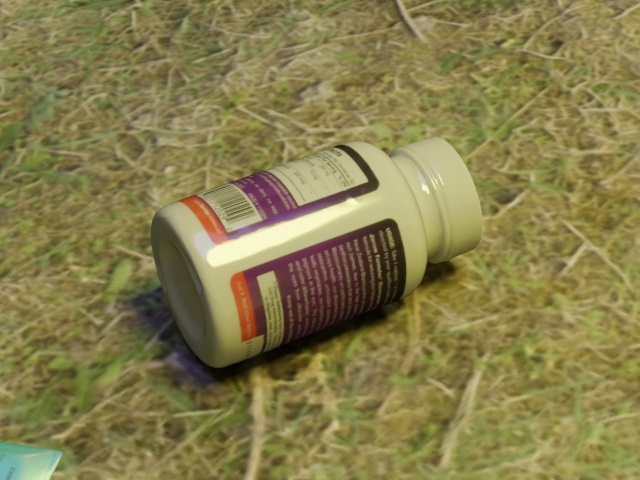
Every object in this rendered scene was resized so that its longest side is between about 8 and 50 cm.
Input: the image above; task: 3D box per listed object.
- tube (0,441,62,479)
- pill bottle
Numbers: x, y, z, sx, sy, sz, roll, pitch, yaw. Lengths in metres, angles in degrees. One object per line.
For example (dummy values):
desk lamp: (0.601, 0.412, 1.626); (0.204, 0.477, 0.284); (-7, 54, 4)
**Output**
tube: (-0.260, 0.133, 1.057); (0.207, 0.052, 0.080); (12, 61, 14)
pill bottle: (0.000, 0.000, 1.149); (0.193, 0.108, 0.108); (-20, 41, -19)
